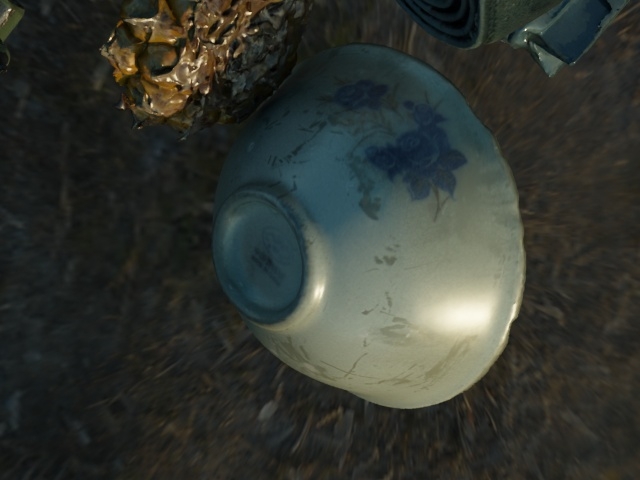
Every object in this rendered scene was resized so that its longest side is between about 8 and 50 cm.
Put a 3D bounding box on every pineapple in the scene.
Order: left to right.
[{"bbox_3d":[-0.077,-0.169,1.350,0.076,0.225,0.225,30,92,33],"label":"pineapple"}]

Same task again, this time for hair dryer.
[{"bbox_3d":[-0.257,-0.153,1.308,0.047,0.150,0.071,37,95,-27],"label":"hair dryer"}]

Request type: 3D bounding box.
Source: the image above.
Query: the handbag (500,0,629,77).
[{"bbox_3d":[0.165,-0.266,1.414,0.229,0.062,0.179,45,69,-10],"label":"handbag"}]

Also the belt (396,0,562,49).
[{"bbox_3d":[0.072,-0.219,1.038,0.116,0.267,0.206,-30,117,-5],"label":"belt"}]

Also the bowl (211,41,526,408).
[{"bbox_3d":[0.000,0.000,1.387,0.313,0.146,0.313,12,107,42],"label":"bowl"}]
